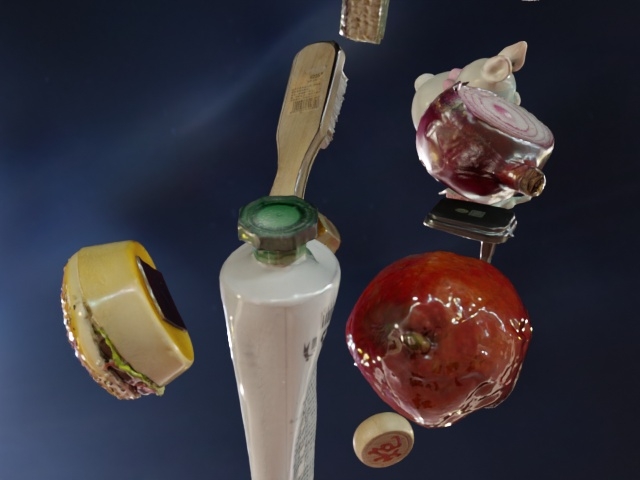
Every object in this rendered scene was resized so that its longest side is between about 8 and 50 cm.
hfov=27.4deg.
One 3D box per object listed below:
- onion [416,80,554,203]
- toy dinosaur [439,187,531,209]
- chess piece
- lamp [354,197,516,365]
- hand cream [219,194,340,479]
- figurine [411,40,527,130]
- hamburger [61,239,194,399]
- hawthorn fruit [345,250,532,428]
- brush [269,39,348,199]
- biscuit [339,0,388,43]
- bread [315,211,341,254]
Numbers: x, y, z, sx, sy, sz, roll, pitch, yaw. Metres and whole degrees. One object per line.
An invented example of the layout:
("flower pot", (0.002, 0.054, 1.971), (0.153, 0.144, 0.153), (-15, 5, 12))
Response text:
("onion", (0.237, -0.112, 1.807), (0.195, 0.218, 0.140), (21, -66, -41))
("toy dinosaur", (0.245, -0.068, 2.095), (0.167, 0.242, 0.053), (-31, -69, -35))
("chess piece", (0.085, 0.270, 1.777), (0.084, 0.038, 0.083), (-11, -45, -11))
("lamp", (0.179, 0.060, 1.838), (0.125, 0.203, 0.283), (28, -65, 9))
("hand cream", (-0.025, 0.124, 0.893), (0.076, 0.121, 0.336), (6, -56, 9))
("figurine", (0.252, -0.212, 2.034), (0.127, 0.155, 0.235), (-20, 2, -32))
("hamburger", (-0.352, 0.144, 2.334), (0.176, 0.300, 0.300), (-25, -35, 5))
("hawthorn fruit", (0.118, 0.105, 1.351), (0.190, 0.189, 0.251), (-31, -5, 18))
("brush", (-0.021, -0.101, 1.634), (0.070, 0.327, 0.065), (-2, -30, 28))
("biscuit", (0.059, -0.301, 1.494), (0.052, 0.150, 0.252), (8, 7, 4))
("bread", (0.000, 0.000, 1.820), (0.043, 0.109, 0.062), (37, -35, -25))
